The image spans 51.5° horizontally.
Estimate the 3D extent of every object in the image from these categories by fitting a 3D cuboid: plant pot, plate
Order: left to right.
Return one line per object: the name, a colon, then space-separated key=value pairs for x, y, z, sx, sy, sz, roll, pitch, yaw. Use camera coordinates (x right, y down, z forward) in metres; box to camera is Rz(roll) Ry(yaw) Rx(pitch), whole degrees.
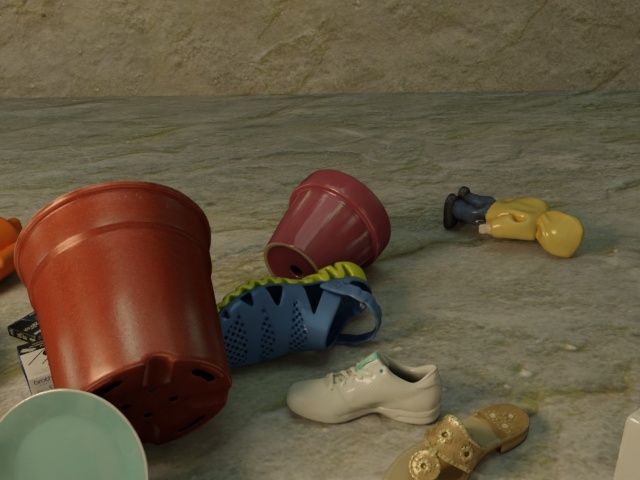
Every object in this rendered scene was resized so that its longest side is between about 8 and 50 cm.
plate: x=-0.274 y=0.253 z=0.717 sx=0.188 sy=0.188 sz=0.024 roll=1 pitch=-3 yaw=5
plant pot: x=-0.247 y=0.109 z=0.870 sx=0.272 sy=0.272 sz=0.265 roll=-10 pitch=49 yaw=-18
plant pot: x=0.000 y=0.000 z=1.208 sx=0.201 sy=0.201 sz=0.180 roll=16 pitch=46 yaw=31

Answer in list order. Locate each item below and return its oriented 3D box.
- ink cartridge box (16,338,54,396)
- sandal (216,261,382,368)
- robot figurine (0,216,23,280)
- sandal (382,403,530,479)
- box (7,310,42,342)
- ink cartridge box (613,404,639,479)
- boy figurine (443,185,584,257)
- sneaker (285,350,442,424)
ink cartridge box: x=-0.345 y=0.170 z=1.018 sx=0.207 sy=0.046 sz=0.097 roll=-16 pitch=30 yaw=-28
sandal: x=-0.029 y=0.123 z=1.024 sx=0.317 sy=0.126 sz=0.138 roll=-18 pitch=35 yaw=-28
robot figurine: x=-0.641 y=0.032 z=1.226 sx=0.158 sy=0.128 sz=0.219 roll=30 pitch=29 yaw=1
sandal: x=0.168 y=0.240 z=0.814 sx=0.240 sy=0.079 sz=0.088 roll=-19 pitch=31 yaw=-31
box: x=-0.469 y=0.140 z=1.115 sx=0.067 sy=0.018 sz=0.083 roll=12 pitch=29 yaw=26
ink cartridge box: x=0.416 y=0.277 z=0.563 sx=0.131 sy=0.226 sz=0.306 roll=-24 pitch=35 yaw=-36
boy figurine: x=0.406 y=-0.044 z=1.375 sx=0.285 sy=0.092 sz=0.177 roll=18 pitch=32 yaw=33
sneaker: x=0.058 y=0.192 z=0.902 sx=0.212 sy=0.094 sz=0.080 roll=0 pitch=27 yaw=3
